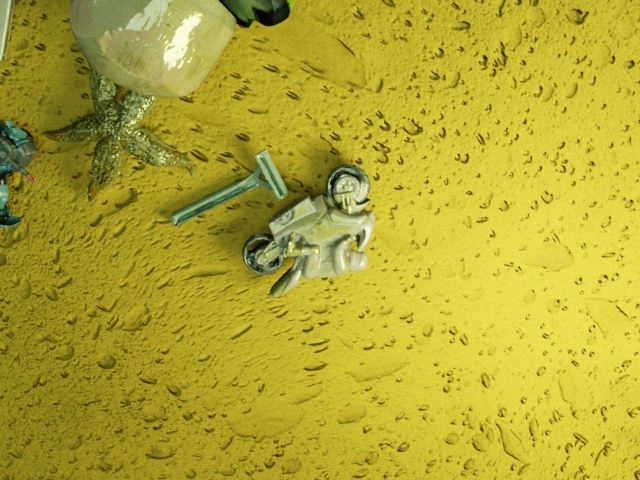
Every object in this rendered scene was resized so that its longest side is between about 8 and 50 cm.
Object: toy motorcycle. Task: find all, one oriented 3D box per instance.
[{"bbox_3d":[0.000,0.000,1.673,0.340,0.108,0.223,-35,104,13],"label":"toy motorcycle"},{"bbox_3d":[-0.719,-0.129,1.683,0.182,0.123,0.272,41,110,1],"label":"toy motorcycle"}]

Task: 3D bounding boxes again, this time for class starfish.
[{"bbox_3d":[-0.452,-0.260,1.637,0.347,0.078,0.358,-17,108,14],"label":"starfish"}]

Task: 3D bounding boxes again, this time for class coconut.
[{"bbox_3d":[-0.326,-0.406,1.442,0.297,0.297,0.254,43,97,-11],"label":"coconut"}]

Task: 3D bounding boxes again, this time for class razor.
[{"bbox_3d":[-0.212,-0.100,1.688,0.277,0.056,0.111,-22,106,20],"label":"razor"}]

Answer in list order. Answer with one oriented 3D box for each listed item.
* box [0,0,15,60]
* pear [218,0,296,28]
[{"bbox_3d":[-0.700,-0.488,1.591,0.109,0.029,0.198,18,110,-2],"label":"box"},{"bbox_3d":[-0.154,-0.576,1.363,0.165,0.399,0.399,-44,103,-10],"label":"pear"}]
